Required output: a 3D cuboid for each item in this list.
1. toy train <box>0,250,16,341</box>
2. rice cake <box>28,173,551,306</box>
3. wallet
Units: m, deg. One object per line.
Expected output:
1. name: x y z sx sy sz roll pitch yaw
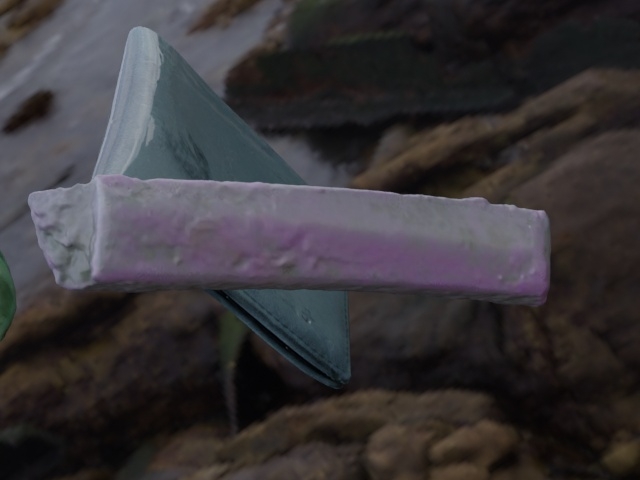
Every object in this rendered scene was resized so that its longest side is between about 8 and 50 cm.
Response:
1. toy train: -0.157 0.038 0.362 0.194 0.125 0.081 -28 65 38
2. rice cake: 0.000 0.000 0.983 0.365 0.073 0.056 4 -11 -30
3. wallet: -0.080 -0.025 1.364 0.054 0.290 0.251 -34 28 24
